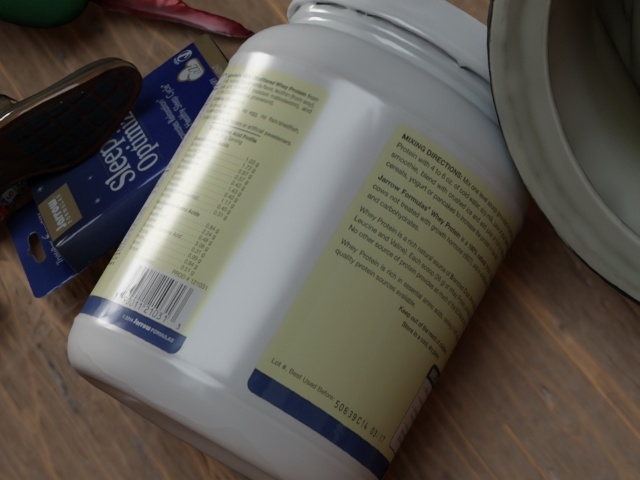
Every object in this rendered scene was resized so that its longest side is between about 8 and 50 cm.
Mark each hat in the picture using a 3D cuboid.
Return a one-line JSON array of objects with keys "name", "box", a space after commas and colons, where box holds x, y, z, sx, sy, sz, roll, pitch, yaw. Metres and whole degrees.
[{"name": "hat", "box": [-0.213, -0.181, 1.424, 0.208, 0.173, 0.183, -26, 95, 46]}]

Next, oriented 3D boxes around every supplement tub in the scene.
[{"name": "supplement tub", "box": [0.000, 0.000, 1.198, 0.235, 0.235, 0.325, 25, 78, 25]}]

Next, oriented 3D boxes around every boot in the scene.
[{"name": "boot", "box": [-0.242, -0.098, 1.357, 0.219, 0.082, 0.106, -34, 51, 10]}]

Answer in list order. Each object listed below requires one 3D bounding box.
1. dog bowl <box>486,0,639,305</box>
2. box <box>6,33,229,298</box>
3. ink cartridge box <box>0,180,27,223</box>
[{"name": "dog bowl", "box": [0.320, -0.131, 1.087, 0.408, 0.408, 0.150, 5, 30, 20]}, {"name": "box", "box": [-0.152, -0.060, 1.355, 0.225, 0.036, 0.136, -37, 36, 2]}, {"name": "ink cartridge box", "box": [-0.280, -0.045, 1.422, 0.063, 0.029, 0.115, 28, 79, 26]}]
